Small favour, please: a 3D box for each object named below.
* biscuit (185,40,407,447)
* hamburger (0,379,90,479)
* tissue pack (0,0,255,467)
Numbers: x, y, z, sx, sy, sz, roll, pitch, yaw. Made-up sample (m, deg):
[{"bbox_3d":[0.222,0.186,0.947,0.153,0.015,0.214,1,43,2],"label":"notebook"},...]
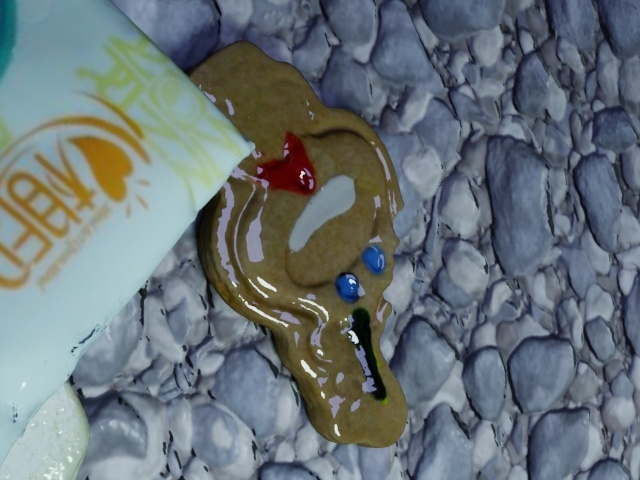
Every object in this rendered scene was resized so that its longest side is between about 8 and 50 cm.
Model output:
[{"bbox_3d":[-0.005,0.005,0.794,0.183,0.047,0.320,-13,90,-35],"label":"biscuit"},{"bbox_3d":[-0.196,0.129,0.624,0.121,0.054,0.084,-4,88,-34],"label":"hamburger"},{"bbox_3d":[-0.262,-0.072,0.519,0.388,0.162,0.287,44,53,-14],"label":"tissue pack"}]
